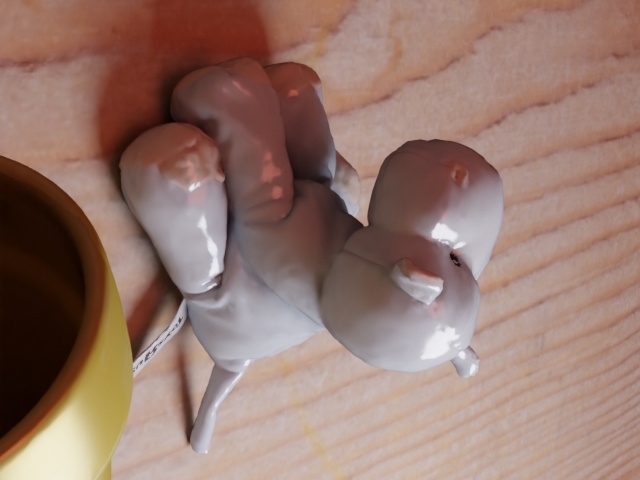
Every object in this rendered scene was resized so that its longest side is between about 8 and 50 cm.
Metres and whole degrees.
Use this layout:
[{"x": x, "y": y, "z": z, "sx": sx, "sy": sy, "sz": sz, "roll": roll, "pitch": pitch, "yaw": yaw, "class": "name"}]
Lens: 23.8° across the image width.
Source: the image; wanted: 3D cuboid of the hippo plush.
[{"x": 0.000, "y": 0.000, "z": 1.111, "sx": 0.234, "sy": 0.236, "sz": 0.294, "roll": 50, "pitch": 58, "yaw": -47, "class": "hippo plush"}]

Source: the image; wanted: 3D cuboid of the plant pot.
[{"x": -0.221, "y": 0.116, "z": 0.847, "sx": 0.254, "sy": 0.254, "sz": 0.239, "roll": -52, "pitch": 151, "yaw": -34, "class": "plant pot"}]
